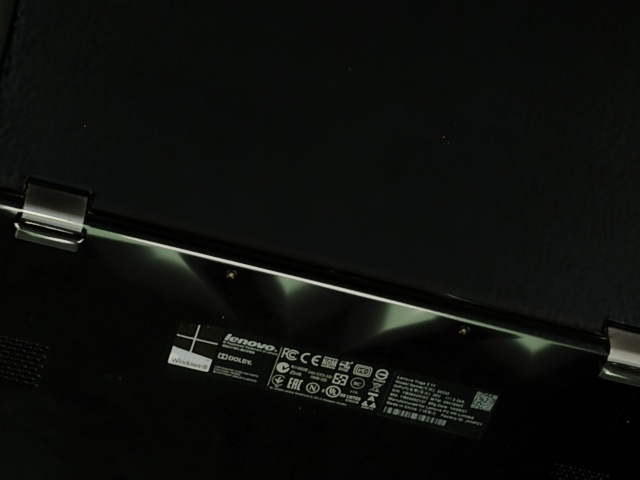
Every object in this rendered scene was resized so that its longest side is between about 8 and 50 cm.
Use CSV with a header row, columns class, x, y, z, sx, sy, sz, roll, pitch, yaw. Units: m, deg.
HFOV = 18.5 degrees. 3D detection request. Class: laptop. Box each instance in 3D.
class,x,y,z,sx,sy,sz,roll,pitch,yaw
laptop,0.000,0.000,1.069,0.382,0.236,0.408,14,124,-9
